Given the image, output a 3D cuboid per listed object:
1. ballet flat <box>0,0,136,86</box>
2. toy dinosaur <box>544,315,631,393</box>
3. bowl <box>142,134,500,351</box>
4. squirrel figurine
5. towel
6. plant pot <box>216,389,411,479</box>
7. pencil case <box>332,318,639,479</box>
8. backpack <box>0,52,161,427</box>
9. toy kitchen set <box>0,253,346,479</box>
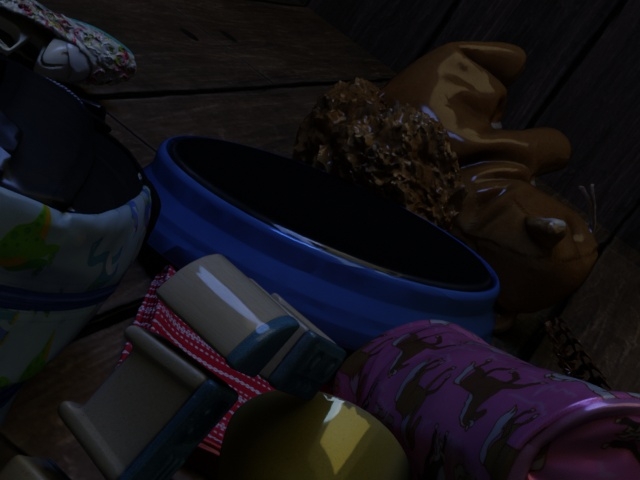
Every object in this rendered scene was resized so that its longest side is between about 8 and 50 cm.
[{"bbox_3d":[-0.324,-0.223,1.454,0.241,0.091,0.077,27,49,-13],"label":"ballet flat"},{"bbox_3d":[0.322,0.222,1.280,0.322,0.164,0.218,35,-24,5],"label":"toy dinosaur"},{"bbox_3d":[0.000,0.000,1.301,0.391,0.077,0.391,22,13,-5],"label":"bowl"},{"bbox_3d":[0.167,-0.057,1.706,0.397,0.281,0.370,4,43,-35],"label":"squirrel figurine"},{"bbox_3d":[-0.067,0.121,1.059,0.199,0.031,0.275,33,17,-10],"label":"towel"},{"bbox_3d":[-0.016,0.179,0.861,0.134,0.134,0.095,34,39,-5],"label":"plant pot"},{"bbox_3d":[0.133,0.152,0.942,0.167,0.160,0.386,67,-13,-11],"label":"pencil case"},{"bbox_3d":[-0.238,-0.015,0.766,0.290,0.273,0.355,32,-9,-14],"label":"backpack"},{"bbox_3d":[-0.071,0.132,0.774,0.122,0.207,0.166,41,0,19],"label":"toy kitchen set"}]
